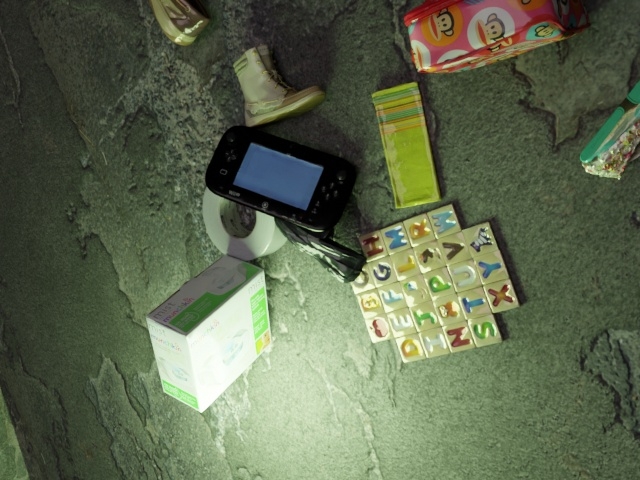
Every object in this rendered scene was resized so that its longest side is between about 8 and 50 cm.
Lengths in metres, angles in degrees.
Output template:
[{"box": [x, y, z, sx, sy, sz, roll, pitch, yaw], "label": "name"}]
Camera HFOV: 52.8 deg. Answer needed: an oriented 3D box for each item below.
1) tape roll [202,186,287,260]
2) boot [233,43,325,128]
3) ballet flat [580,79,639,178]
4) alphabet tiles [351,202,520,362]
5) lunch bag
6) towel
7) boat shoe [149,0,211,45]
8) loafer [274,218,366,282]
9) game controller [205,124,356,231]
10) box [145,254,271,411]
[{"box": [-0.171, -0.065, 1.496, 0.219, 0.072, 0.220, 9, 106, 33], "label": "tape roll"}, {"box": [-0.095, -0.342, 1.384, 0.213, 0.077, 0.165, -13, 91, 38], "label": "boot"}, {"box": [0.511, -0.198, 1.017, 0.077, 0.091, 0.241, 27, 123, -7], "label": "ballet flat"}, {"box": [0.216, 0.094, 1.308, 0.342, 0.011, 0.285, -21, 89, 35], "label": "alphabet tiles"}, {"box": [0.265, -0.335, 1.013, 0.258, 0.293, 0.120, -14, 97, 35], "label": "lunch bag"}, {"box": [0.169, -0.186, 1.273, 0.102, 0.021, 0.238, -9, 95, 36], "label": "towel"}, {"box": [-0.356, -0.624, 1.469, 0.123, 0.123, 0.342, -27, 89, 36], "label": "boat shoe"}, {"box": [0.000, 0.000, 1.380, 0.223, 0.076, 0.078, 37, 105, 11], "label": "loafer"}, {"box": [-0.088, -0.133, 1.371, 0.318, 0.067, 0.167, 20, 72, 15], "label": "game controller"}, {"box": [-0.243, 0.201, 1.452, 0.126, 0.262, 0.231, 19, 129, 28], "label": "box"}]
